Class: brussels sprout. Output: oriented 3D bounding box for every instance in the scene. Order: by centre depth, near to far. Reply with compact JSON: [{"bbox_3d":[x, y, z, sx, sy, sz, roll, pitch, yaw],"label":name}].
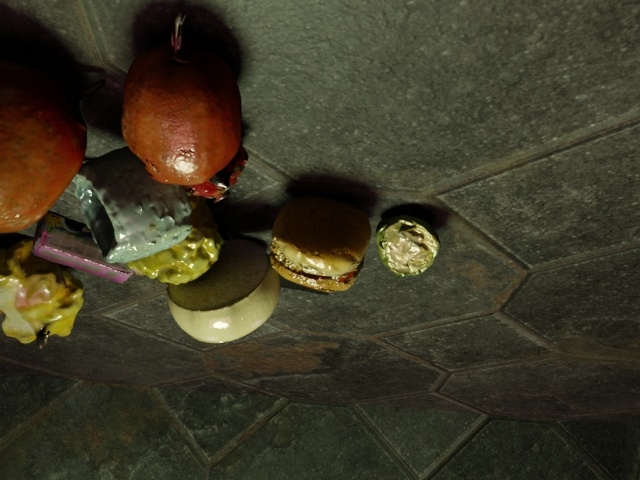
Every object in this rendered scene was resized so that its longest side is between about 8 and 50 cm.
[{"bbox_3d":[0.209,0.001,1.591,0.149,0.122,0.152,-7,117,7],"label":"brussels sprout"}]

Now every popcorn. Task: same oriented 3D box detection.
[{"bbox_3d":[-0.331,-0.025,1.502,0.249,0.249,0.225,-8,-176,22],"label":"popcorn"},{"bbox_3d":[-0.819,0.141,1.898,0.297,0.281,0.316,3,118,6],"label":"popcorn"}]

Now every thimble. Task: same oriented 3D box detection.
[{"bbox_3d":[-0.363,-0.069,1.267,0.171,0.250,0.205,-23,137,-27],"label":"thimble"}]

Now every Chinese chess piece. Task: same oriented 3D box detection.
[{"bbox_3d":[-0.229,0.114,1.575,0.269,0.270,0.112,-4,130,16],"label":"Chinese chess piece"}]

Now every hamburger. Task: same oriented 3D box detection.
[{"bbox_3d":[0.000,0.000,1.513,0.244,0.244,0.163,5,137,-1],"label":"hamburger"}]

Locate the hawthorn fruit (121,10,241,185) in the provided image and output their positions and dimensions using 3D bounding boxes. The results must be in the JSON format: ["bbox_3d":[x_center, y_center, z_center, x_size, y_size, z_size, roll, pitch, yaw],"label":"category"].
[{"bbox_3d":[-0.234,-0.240,1.118,0.211,0.211,0.299,5,135,-1],"label":"hawthorn fruit"}]

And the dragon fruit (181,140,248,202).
[{"bbox_3d":[-0.241,-0.151,1.328,0.166,0.160,0.172,-29,-178,-40],"label":"dragon fruit"}]

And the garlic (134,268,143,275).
[{"bbox_3d":[-0.389,0.015,1.728,0.217,0.110,0.228,-2,165,-13],"label":"garlic"}]

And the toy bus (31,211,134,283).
[{"bbox_3d":[-0.620,0.023,1.775,0.274,0.112,0.090,23,140,-31],"label":"toy bus"}]

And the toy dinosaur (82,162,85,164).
[{"bbox_3d":[-0.588,-0.147,1.460,0.251,0.072,0.199,8,168,-35],"label":"toy dinosaur"}]

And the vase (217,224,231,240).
[{"bbox_3d":[-0.223,0.035,1.742,0.120,0.120,0.183,-13,132,31],"label":"vase"}]

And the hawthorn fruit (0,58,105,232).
[{"bbox_3d":[-0.539,-0.186,1.179,0.369,0.285,0.285,-38,152,-10],"label":"hawthorn fruit"}]

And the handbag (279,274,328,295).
[{"bbox_3d":[-0.031,0.084,1.825,0.222,0.080,0.247,14,152,-18],"label":"handbag"}]
